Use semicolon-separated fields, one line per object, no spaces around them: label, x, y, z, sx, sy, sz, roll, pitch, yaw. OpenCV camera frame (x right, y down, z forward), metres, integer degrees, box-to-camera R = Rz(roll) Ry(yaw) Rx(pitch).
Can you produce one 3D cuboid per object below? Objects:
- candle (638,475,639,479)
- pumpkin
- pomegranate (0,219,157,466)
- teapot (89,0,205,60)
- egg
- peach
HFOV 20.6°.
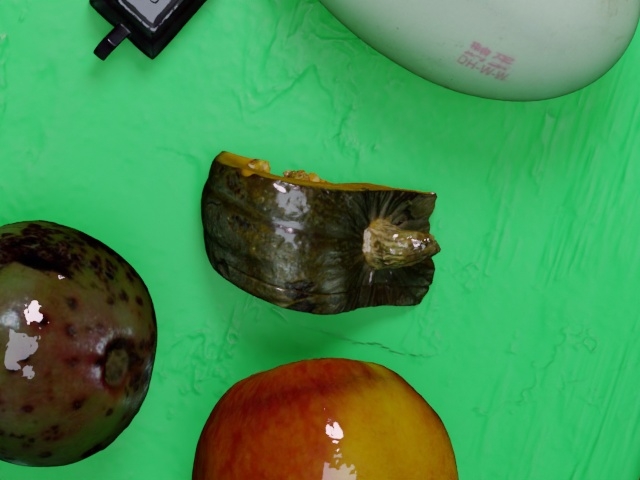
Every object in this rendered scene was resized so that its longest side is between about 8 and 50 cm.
candle;0.350;0.266;1.835;0.051;0.048;0.329;15;99;5
pumpkin;0.005;0.001;1.707;0.248;0.126;0.131;8;101;-9
pomegranate;-0.293;0.109;1.666;0.306;0.242;0.242;-20;105;39
teapot;-0.151;-0.238;1.663;0.087;0.096;0.177;42;93;-12
egg;0.120;-0.264;1.624;0.371;0.230;0.230;26;96;-4
peach;0.004;0.245;1.685;0.281;0.238;0.281;0;90;18
